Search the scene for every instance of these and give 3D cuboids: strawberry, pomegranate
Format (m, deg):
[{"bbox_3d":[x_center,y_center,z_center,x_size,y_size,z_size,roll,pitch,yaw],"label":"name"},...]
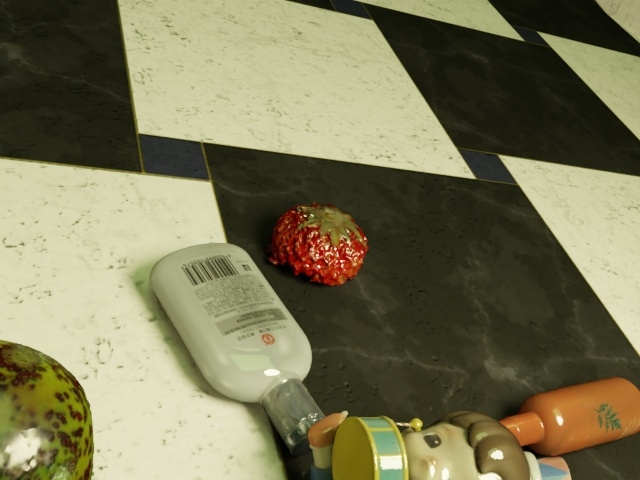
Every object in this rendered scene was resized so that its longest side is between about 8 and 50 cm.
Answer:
[{"bbox_3d":[0.000,0.000,1.050,0.145,0.086,0.145,17,38,-14],"label":"strawberry"},{"bbox_3d":[-0.290,0.157,0.598,0.222,0.203,0.276,5,35,0],"label":"pomegranate"}]

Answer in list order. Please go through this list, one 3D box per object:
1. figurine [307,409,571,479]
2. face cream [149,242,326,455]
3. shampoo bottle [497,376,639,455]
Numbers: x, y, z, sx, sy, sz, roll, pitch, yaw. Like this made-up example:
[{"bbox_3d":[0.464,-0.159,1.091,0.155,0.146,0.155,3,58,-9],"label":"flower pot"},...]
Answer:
[{"bbox_3d":[0.124,0.247,0.755,0.276,0.158,0.161,3,46,-27],"label":"figurine"},{"bbox_3d":[-0.084,0.120,0.866,0.144,0.071,0.291,-13,50,-38],"label":"face cream"},{"bbox_3d":[0.313,0.234,0.946,0.244,0.085,0.085,-5,46,-32],"label":"shampoo bottle"}]
